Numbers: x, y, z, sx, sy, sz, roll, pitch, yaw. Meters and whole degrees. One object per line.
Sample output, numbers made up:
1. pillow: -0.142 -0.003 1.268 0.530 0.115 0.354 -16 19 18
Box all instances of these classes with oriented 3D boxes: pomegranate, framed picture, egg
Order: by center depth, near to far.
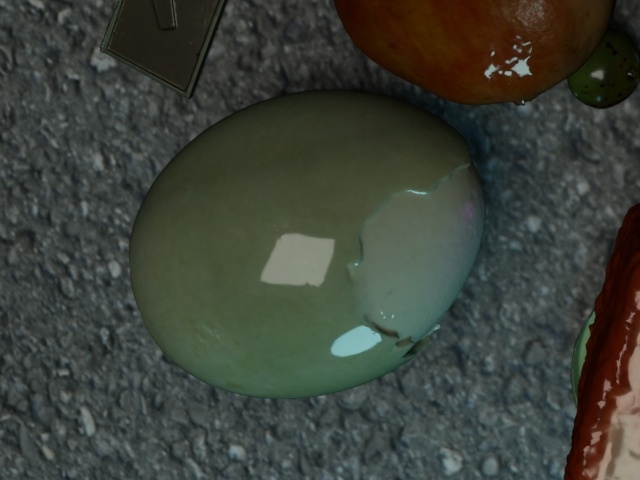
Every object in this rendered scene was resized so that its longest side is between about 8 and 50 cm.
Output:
1. pomegranate: 0.142 -0.227 1.681 0.252 0.229 0.270 -7 128 34
2. pomegranate: 0.249 -0.151 1.754 0.073 0.073 0.084 55 139 -3
3. egg: 0.000 0.000 1.794 0.336 0.278 0.278 -17 101 34
4. framed picture: -0.151 -0.228 1.932 0.109 0.011 0.149 29 117 11

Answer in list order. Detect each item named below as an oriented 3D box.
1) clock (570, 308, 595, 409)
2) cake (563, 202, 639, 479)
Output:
1. clock: 0.350 0.134 1.833 0.235 0.029 0.235 8 112 21
2. cake: 0.382 0.120 1.640 0.320 0.269 0.270 12 105 7
